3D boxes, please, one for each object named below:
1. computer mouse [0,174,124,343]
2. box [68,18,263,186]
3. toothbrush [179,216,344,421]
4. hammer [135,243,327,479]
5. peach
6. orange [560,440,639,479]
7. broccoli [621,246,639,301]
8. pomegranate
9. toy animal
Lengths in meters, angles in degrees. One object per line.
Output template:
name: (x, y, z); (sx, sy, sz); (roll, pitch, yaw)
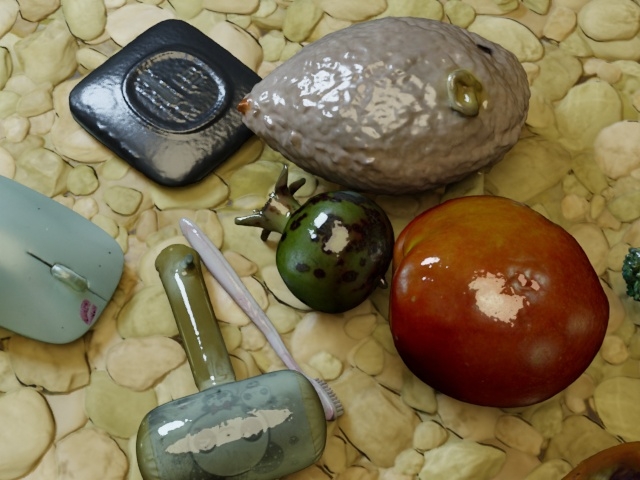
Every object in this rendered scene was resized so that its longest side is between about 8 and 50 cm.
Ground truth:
computer mouse: (-0.372, 0.004, 1.133); (0.288, 0.097, 0.160); (24, 66, 10)
box: (-0.185, -0.174, 1.240); (0.212, 0.042, 0.201); (40, 70, 14)
toothbrush: (-0.072, 0.085, 1.141); (0.025, 0.029, 0.307); (-49, 68, 24)
hammer: (-0.122, 0.127, 1.090); (0.201, 0.113, 0.306); (-14, 59, -10)
peach: (0.187, 0.064, 1.059); (0.243, 0.200, 0.244); (3, 57, -5)
orange: (0.321, 0.309, 0.932); (0.246, 0.246, 0.246); (0, 67, -1)
broccoli: (0.431, 0.031, 1.101); (0.167, 0.160, 0.154); (29, 42, 22)
pomegranate: (0.005, 0.001, 1.125); (0.148, 0.148, 0.169); (-31, 52, -13)
toy animal: (0.085, -0.155, 1.149); (0.358, 0.188, 0.227); (-9, 42, -6)
